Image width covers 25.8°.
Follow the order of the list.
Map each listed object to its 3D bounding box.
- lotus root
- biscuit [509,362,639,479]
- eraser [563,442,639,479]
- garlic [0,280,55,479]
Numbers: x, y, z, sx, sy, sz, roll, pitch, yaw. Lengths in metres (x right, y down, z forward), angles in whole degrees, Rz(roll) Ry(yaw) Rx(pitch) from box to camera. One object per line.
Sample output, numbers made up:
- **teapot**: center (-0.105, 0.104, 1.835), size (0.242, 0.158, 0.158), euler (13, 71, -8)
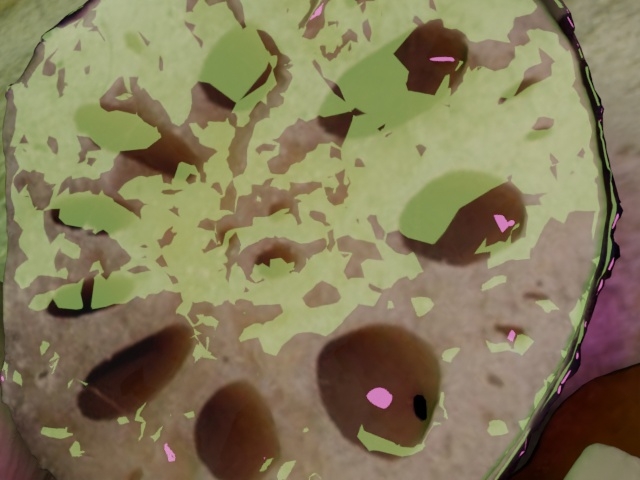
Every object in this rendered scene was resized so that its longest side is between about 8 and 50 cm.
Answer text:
- **lotus root**: center (0.000, 0.000, 0.604), size (0.272, 0.192, 0.272), euler (0, 88, 10)
- **biscuit**: center (0.199, 0.164, 0.450), size (0.381, 0.074, 0.359), euler (-44, 45, 0)
- **eraser**: center (0.073, 0.210, 0.391), size (0.174, 0.095, 0.270), euler (30, 77, 39)
- **garlic**: center (-0.235, 0.129, 0.663), size (0.245, 0.245, 0.253), euler (-7, 76, 28)
